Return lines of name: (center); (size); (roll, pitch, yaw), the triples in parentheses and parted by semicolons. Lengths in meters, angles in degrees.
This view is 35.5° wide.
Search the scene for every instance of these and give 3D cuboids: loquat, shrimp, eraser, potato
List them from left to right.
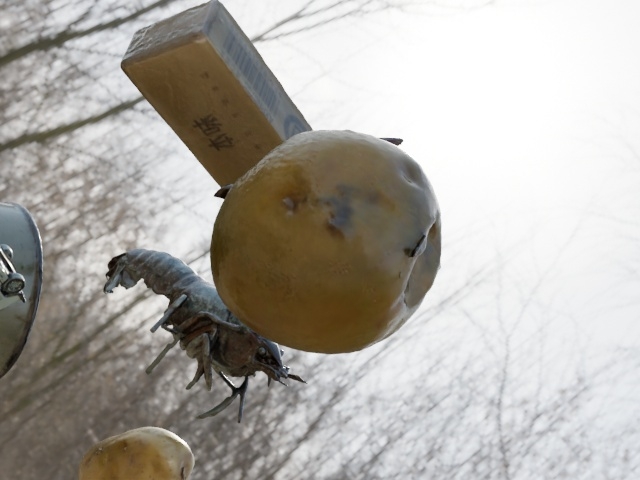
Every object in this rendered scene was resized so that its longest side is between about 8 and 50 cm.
potato: (-0.268, 0.327, 1.437); (0.178, 0.118, 0.109); (-9, -28, 29)
shrimp: (-0.192, 0.129, 1.541); (0.410, 0.221, 0.166); (45, -68, 30)
eraser: (-0.108, -0.153, 1.338); (0.144, 0.078, 0.343); (-14, -47, 29)
loquat: (0.000, 0.000, 1.012); (0.244, 0.244, 0.244); (44, -26, 28)

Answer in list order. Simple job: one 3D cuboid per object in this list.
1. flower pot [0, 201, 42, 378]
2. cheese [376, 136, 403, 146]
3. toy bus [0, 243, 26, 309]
flower pot: (-0.625, 0.059, 1.478); (0.294, 0.330, 0.293); (-12, -107, 43)
cheese: (0.067, -0.121, 1.494); (0.191, 0.105, 0.042); (113, -23, -77)
toy bus: (-0.469, 0.016, 1.332); (0.087, 0.089, 0.194); (53, -13, 39)
